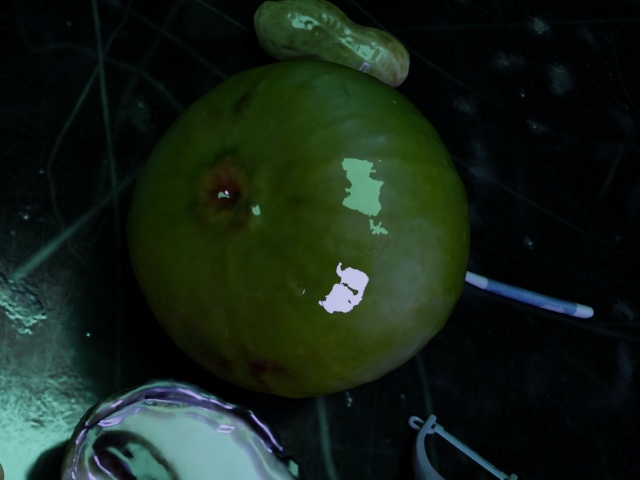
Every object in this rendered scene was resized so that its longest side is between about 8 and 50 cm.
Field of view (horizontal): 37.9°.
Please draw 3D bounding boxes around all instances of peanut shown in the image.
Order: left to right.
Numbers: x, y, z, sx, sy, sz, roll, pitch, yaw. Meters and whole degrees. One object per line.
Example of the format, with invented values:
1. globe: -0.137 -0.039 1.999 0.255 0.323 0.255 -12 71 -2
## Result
1. peanut: 0.013 -0.219 1.067 0.193 0.089 0.089 22 58 -15

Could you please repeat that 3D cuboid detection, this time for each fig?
1. fig: 0.000 0.000 0.844 0.316 0.316 0.316 13 62 -25

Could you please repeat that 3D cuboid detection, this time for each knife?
1. knife: 0.070 0.278 0.873 0.123 0.053 0.278 32 52 20

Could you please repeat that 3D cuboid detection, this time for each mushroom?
1. mushroom: -0.111 0.288 0.728 0.248 0.130 0.344 -14 73 -24

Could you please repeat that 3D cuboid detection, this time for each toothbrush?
1. toothbrush: 0.207 0.057 1.082 0.276 0.019 0.025 17 65 -22

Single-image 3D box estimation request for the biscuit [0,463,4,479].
1. biscuit: -0.300 0.225 0.700 0.153 0.030 0.234 -36 88 -37
